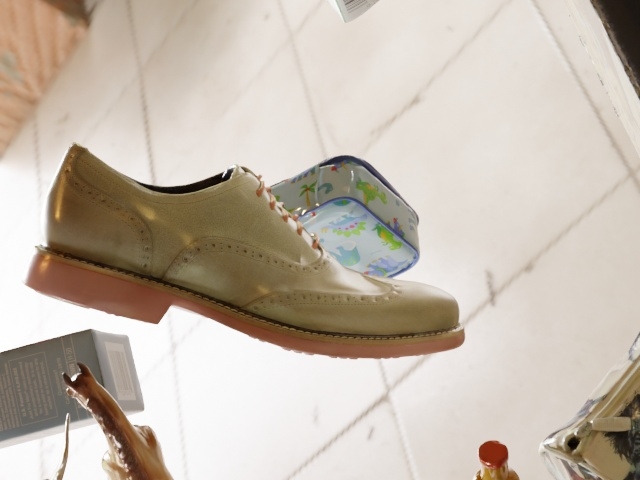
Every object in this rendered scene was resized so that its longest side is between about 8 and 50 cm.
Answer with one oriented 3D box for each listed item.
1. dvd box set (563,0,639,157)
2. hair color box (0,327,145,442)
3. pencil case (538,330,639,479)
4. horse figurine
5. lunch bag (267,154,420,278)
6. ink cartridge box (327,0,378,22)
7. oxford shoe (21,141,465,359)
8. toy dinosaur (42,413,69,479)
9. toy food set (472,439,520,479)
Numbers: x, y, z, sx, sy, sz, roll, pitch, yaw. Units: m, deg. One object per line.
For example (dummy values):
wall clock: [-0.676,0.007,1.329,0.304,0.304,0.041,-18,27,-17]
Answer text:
dvd box set: [0.222,-0.139,0.841,0.062,0.420,0.308,-26,77,13]
hair color box: [-0.435,0.215,1.555,0.374,0.185,0.114,-15,81,3]
pencil case: [0.436,0.149,1.455,0.160,0.183,0.410,31,78,37]
horse figurine: [-0.133,0.231,0.964,0.174,0.066,0.263,117,133,-69]
lunch bag: [0.000,0.000,1.438,0.219,0.176,0.090,-26,43,30]
ink cartridge box: [-0.026,-0.361,1.286,0.056,0.181,0.225,-33,48,-3]
oxford shoe: [-0.048,0.014,1.052,0.140,0.397,0.147,-165,87,-72]
toy dinosaur: [-0.193,0.187,0.779,0.093,0.053,0.183,-64,-5,18]
toy food set: [0.138,0.270,0.902,0.111,0.104,0.232,6,42,23]
